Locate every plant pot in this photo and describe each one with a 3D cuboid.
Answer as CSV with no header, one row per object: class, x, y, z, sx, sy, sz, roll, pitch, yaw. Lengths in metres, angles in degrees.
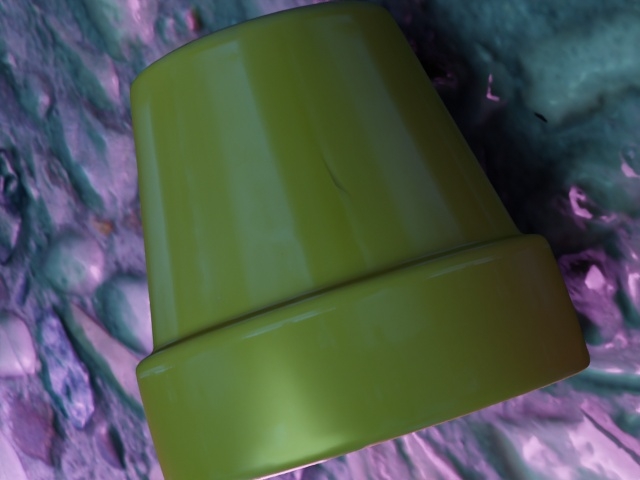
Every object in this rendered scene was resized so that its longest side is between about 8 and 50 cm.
plant pot,0.000,0.000,0.856,0.254,0.254,0.239,-25,80,48
